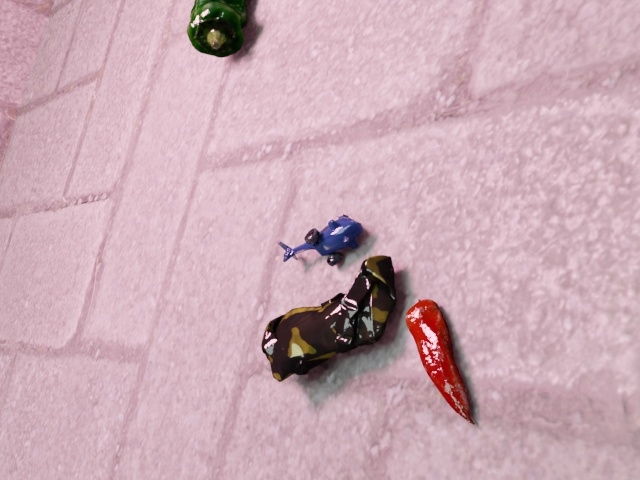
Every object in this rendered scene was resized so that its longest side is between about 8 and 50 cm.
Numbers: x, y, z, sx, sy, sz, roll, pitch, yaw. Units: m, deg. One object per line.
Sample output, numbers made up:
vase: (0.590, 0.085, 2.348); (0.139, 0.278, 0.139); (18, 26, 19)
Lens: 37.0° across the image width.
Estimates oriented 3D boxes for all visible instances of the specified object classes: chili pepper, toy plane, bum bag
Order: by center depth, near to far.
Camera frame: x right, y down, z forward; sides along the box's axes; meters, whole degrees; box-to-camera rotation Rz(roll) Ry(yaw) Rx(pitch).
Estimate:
chili pepper: (0.122, 0.122, 0.999); (0.045, 0.027, 0.178); (-48, 39, 28)
bum bag: (0.005, 0.102, 1.153); (0.232, 0.060, 0.106); (-34, 37, 40)
toy plane: (0.000, 0.000, 1.239); (0.167, 0.054, 0.062); (-23, 29, 48)
chili pepper: (-0.179, -0.417, 1.693); (0.136, 0.099, 0.270); (-35, 40, 29)
